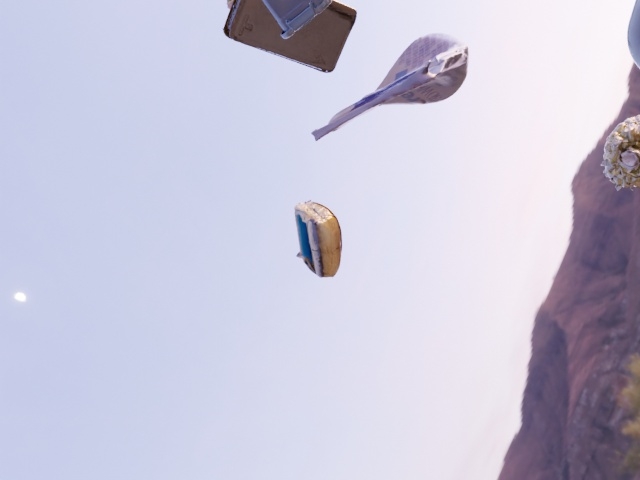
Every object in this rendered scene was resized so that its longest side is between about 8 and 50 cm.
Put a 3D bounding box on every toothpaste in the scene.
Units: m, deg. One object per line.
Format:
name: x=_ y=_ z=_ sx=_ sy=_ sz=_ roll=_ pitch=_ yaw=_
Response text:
toothpaste: x=0.090 y=-0.149 z=0.618 sx=0.099 sy=0.068 sz=0.282 roll=-58 pitch=-6 yaw=30

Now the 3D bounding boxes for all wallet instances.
wallet: x=-0.043 y=-0.324 z=1.004 sx=0.198 sy=0.031 sz=0.110 roll=8 pitch=-63 yaw=-39

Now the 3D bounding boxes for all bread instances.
bread: x=0.000 y=0.000 z=0.942 sx=0.053 sy=0.072 sz=0.106 roll=-25 pitch=-50 yaw=-20

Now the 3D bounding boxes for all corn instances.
corn: x=0.534 y=-0.156 z=1.121 sx=0.318 sy=0.115 sz=0.115 roll=-28 pitch=-45 yaw=-59

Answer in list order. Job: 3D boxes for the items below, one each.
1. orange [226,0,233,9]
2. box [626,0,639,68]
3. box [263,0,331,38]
orange: x=-0.162 y=-0.498 z=1.352 sx=0.086 sy=0.062 sz=0.086 roll=-20 pitch=-65 yaw=-51
box: x=0.254 y=-0.166 z=0.297 sx=0.130 sy=0.162 sz=0.226 roll=-9 pitch=-65 yaw=-51
box: x=-0.025 y=-0.292 z=0.796 sx=0.054 sy=0.074 sz=0.099 roll=48 pitch=-151 yaw=-24
